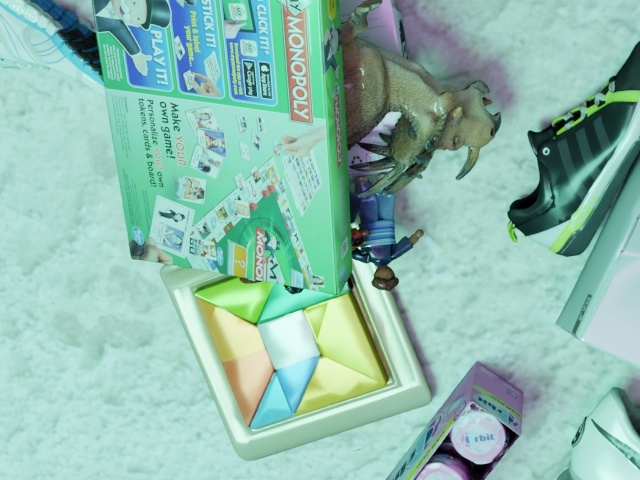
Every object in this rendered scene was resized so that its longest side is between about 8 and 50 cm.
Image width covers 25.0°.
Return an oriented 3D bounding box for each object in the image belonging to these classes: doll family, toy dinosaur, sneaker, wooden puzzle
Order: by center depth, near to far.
[{"bbox_3d":[0.002,-0.116,1.324,0.296,0.127,0.200,-12,111,17],"label":"toy dinosaur"},{"bbox_3d":[0.244,-0.091,1.356,0.097,0.084,0.234,24,109,2],"label":"sneaker"},{"bbox_3d":[0.000,0.000,1.394,0.193,0.076,0.111,-9,79,17],"label":"doll family"},{"bbox_3d":[0.410,0.241,1.411,0.331,0.122,0.146,18,111,3],"label":"sneaker"},{"bbox_3d":[-0.277,-0.193,1.423,0.191,0.071,0.083,39,115,5],"label":"sneaker"},{"bbox_3d":[-0.026,0.100,1.479,0.221,0.044,0.238,-20,103,14],"label":"wooden puzzle"}]

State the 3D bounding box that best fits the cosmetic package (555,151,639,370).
[{"bbox_3d":[0.436,0.072,1.316,0.385,0.156,0.217,28,92,2],"label":"cosmetic package"}]

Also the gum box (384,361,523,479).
[{"bbox_3d":[0.126,0.227,1.460,0.062,0.107,0.188,34,109,-2],"label":"gum box"}]

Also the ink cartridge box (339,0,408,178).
[{"bbox_3d":[-0.016,-0.158,1.396,0.206,0.045,0.208,-7,106,10],"label":"ink cartridge box"}]

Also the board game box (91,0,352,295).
[{"bbox_3d":[-0.084,-0.105,1.269,0.214,0.046,0.317,9,127,17],"label":"board game box"}]
